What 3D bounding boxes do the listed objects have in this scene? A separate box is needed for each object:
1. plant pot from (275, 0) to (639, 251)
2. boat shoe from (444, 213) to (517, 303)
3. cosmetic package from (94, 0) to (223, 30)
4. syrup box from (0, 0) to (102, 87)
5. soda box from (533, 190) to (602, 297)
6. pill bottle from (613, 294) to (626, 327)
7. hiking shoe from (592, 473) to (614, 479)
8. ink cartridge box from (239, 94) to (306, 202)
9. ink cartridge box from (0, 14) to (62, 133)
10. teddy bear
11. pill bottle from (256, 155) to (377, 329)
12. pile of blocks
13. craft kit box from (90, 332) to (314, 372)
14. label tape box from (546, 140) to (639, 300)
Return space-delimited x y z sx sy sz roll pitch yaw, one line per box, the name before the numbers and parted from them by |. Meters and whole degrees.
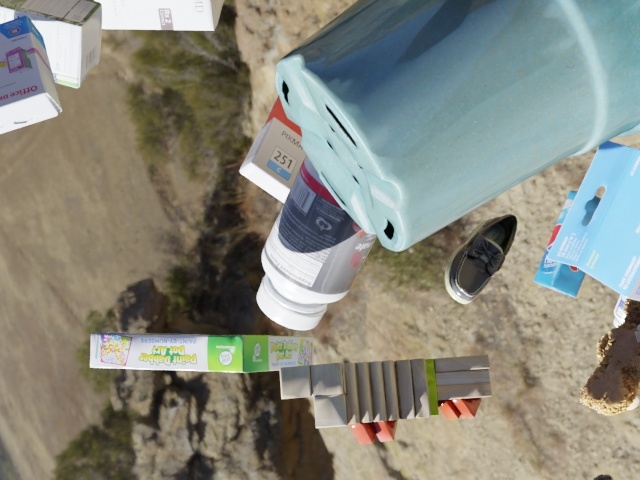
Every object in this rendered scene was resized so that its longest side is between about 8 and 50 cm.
plant pot | 0.150 -0.181 0.912 0.341 0.334 0.341 54 170 14
boat shoe | 0.295 0.022 1.442 0.080 0.223 0.073 42 139 -2
cosmetic package | -0.250 -0.429 1.240 0.151 0.183 0.151 -86 -4 -48
syrup box | -0.431 -0.297 1.095 0.093 0.236 0.096 -82 6 -54
soda box | 0.527 0.006 1.663 0.210 0.071 0.067 -68 23 -1
pill bottle | 0.770 0.165 1.980 0.067 0.067 0.120 44 141 40
hiking shoe | 0.448 0.396 1.040 0.227 0.114 0.086 61 -179 39
ink cartridge box | -0.007 -0.180 1.815 0.296 0.261 0.066 34 148 -20
ink cartridge box | -0.383 -0.205 0.990 0.052 0.088 0.123 78 171 -71
teddy bear | 0.727 0.259 1.820 0.245 0.338 0.113 -11 134 48
pill bottle | 0.000 0.000 1.432 0.176 0.176 0.319 48 124 36
pile of blocks | 0.094 0.233 1.158 0.149 0.362 0.113 -22 69 57
craft kit box | -0.167 0.166 1.193 0.246 0.250 0.061 -5 81 22
label tape box | 0.601 -0.012 1.380 0.106 0.333 0.241 -112 37 -62
